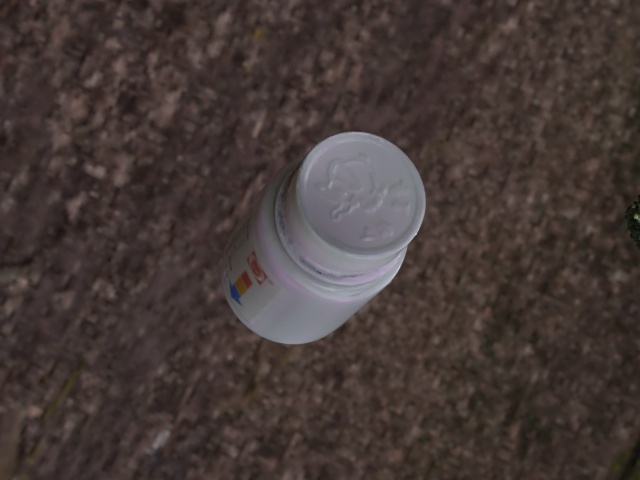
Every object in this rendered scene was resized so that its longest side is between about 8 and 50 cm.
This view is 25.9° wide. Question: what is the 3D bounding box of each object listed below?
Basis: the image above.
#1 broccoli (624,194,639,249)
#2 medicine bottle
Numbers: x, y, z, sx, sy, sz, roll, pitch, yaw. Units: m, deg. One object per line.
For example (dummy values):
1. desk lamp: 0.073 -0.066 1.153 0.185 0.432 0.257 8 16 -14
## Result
1. broccoli: 0.480 -0.025 1.681 0.194 0.219 0.194 -166 -90 -74
2. medicine bottle: 0.000 0.000 1.502 0.170 0.170 0.293 -57 -177 -24
